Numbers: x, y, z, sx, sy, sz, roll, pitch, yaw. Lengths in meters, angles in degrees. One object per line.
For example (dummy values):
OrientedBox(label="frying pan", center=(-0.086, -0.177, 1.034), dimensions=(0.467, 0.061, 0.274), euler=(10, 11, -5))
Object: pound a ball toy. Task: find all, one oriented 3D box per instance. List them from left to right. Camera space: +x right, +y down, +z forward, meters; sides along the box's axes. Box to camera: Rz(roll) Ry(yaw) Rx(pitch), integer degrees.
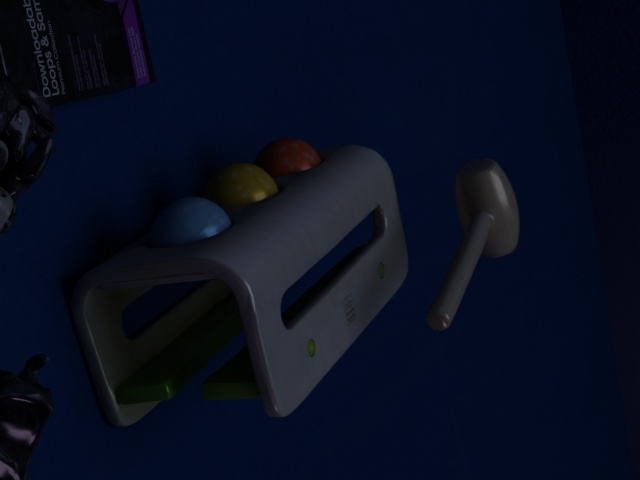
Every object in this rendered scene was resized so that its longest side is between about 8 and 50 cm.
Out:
OrientedBox(label="pound a ball toy", center=(0.000, 0.000, 0.836), dimensions=(0.319, 0.208, 0.135), euler=(-42, 121, -61))

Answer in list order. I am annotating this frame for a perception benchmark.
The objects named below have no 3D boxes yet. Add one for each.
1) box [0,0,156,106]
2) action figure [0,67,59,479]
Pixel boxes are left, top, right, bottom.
OrientedBox(label="box", center=(-0.162, -0.141, 0.733), dimensions=(0.162, 0.029, 0.116), euler=(-33, 113, -63))
OrientedBox(label="action figure", center=(-0.190, -0.019, 0.513), dimensions=(0.164, 0.141, 0.275), euler=(46, 15, -41))
